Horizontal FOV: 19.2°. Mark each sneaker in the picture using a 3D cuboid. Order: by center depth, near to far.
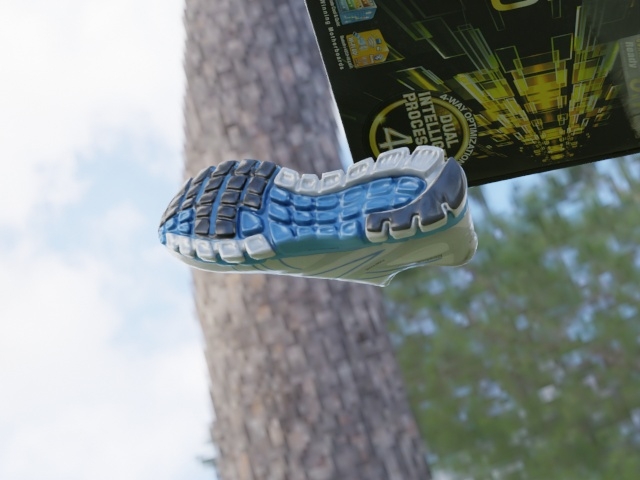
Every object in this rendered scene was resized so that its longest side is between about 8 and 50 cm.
[{"bbox_3d":[0.000,0.000,1.081,0.191,0.071,0.083,-2,-34,22],"label":"sneaker"}]

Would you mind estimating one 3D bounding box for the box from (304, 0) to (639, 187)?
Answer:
[{"bbox_3d":[0.144,-0.229,1.595,0.318,0.097,0.395,-12,-52,6],"label":"box"}]
